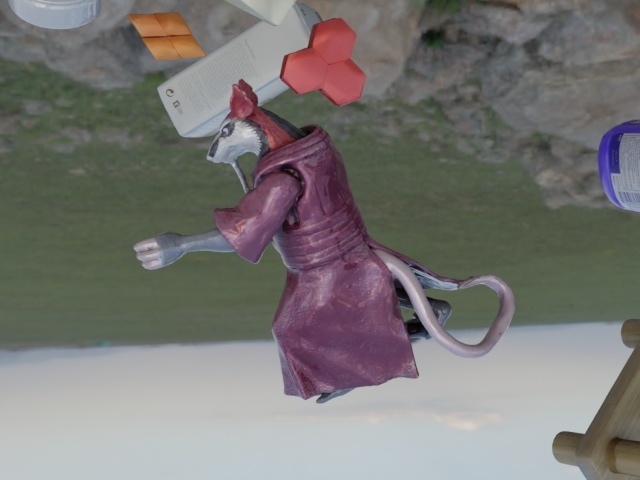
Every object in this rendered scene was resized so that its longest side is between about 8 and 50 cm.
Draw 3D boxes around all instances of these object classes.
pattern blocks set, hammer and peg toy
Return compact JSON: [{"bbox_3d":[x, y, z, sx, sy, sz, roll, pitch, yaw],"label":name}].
[{"bbox_3d":[-0.073,-0.285,0.779,0.325,0.285,0.026,17,-173,-15],"label":"pattern blocks set"},{"bbox_3d":[0.443,0.207,1.049,0.127,0.266,0.361,-4,-144,53],"label":"hammer and peg toy"}]

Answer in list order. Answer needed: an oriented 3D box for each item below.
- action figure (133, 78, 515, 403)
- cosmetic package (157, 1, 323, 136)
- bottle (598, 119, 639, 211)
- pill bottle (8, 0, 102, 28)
[{"bbox_3d":[0.000,0.000,0.928,0.276,0.370,0.248,-5,-149,35],"label":"action figure"},{"bbox_3d":[-0.098,-0.234,1.240,0.231,0.085,0.117,-27,180,19],"label":"cosmetic package"},{"bbox_3d":[0.443,-0.084,1.043,0.092,0.118,0.283,-15,-169,-16],"label":"bottle"},{"bbox_3d":[-0.184,-0.236,0.616,0.094,0.094,0.169,-1,140,-16],"label":"pill bottle"}]
